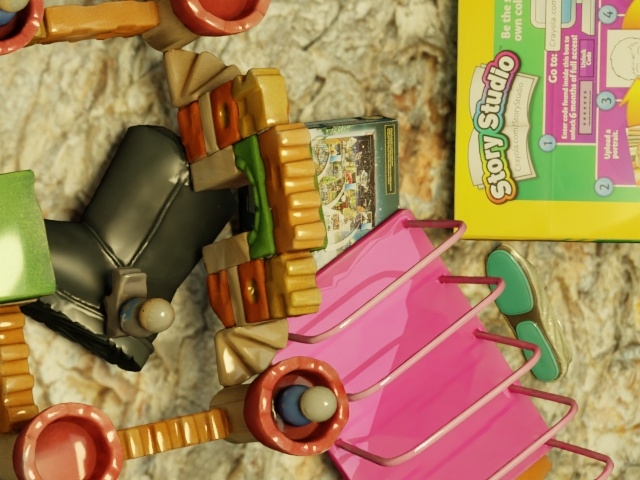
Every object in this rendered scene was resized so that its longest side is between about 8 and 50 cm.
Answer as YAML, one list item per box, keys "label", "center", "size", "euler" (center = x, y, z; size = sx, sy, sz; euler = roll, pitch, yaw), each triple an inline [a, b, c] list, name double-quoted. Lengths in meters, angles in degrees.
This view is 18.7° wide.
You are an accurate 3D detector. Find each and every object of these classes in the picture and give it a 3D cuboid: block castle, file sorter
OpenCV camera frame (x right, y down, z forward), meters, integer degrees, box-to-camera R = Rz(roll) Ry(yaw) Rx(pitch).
- label: "block castle"
  center: [-0.153, -0.019, 1.646]
  size: [0.303, 0.213, 0.453]
  euler: [-8, 86, -27]
- label: "file sorter"
  center: [0.111, 0.145, 1.836]
  size: [0.202, 0.182, 0.291]
  euler: [-37, 103, -16]

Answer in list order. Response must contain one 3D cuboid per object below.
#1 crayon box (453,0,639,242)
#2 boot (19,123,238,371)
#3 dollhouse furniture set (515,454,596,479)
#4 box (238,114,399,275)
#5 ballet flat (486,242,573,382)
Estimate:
- label: "crayon box"
  center: [0.295, -0.178, 1.966]
  size: [0.313, 0.106, 0.363]
  euler: [2, 89, 11]
- label: "boot"
  center: [-0.215, -0.024, 1.789]
  size: [0.246, 0.094, 0.207]
  euler: [33, 68, -16]
- label: "dollhouse furniture set"
  center: [0.233, 0.367, 2.009]
  size: [0.262, 0.135, 0.259]
  euler: [48, 69, -20]
- label: "box"
  center: [0.000, 0.000, 1.910]
  size: [0.159, 0.044, 0.233]
  euler: [-7, 104, -28]
- label: "ballet flat"
  center: [0.221, 0.071, 2.057]
  size: [0.052, 0.057, 0.168]
  euler: [-41, 116, -47]
